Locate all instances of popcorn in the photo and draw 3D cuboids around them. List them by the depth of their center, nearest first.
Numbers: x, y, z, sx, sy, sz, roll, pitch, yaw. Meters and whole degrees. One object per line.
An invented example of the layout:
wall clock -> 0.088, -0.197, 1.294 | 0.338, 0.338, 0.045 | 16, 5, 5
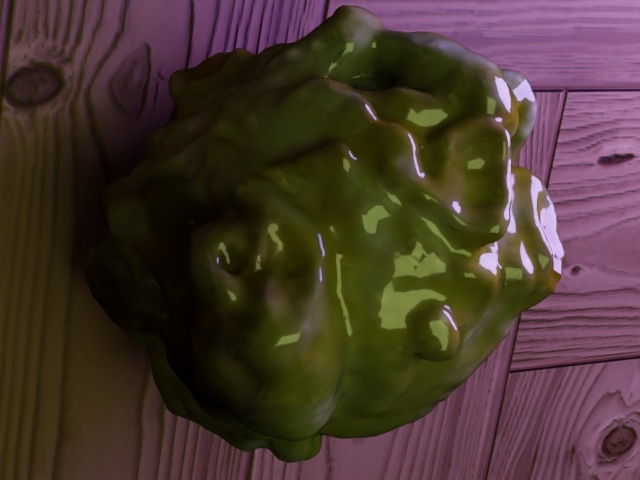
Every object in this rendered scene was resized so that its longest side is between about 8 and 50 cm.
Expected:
popcorn -> 0.006, -0.012, 1.297 | 0.312, 0.312, 0.312 | -15, 119, -30
